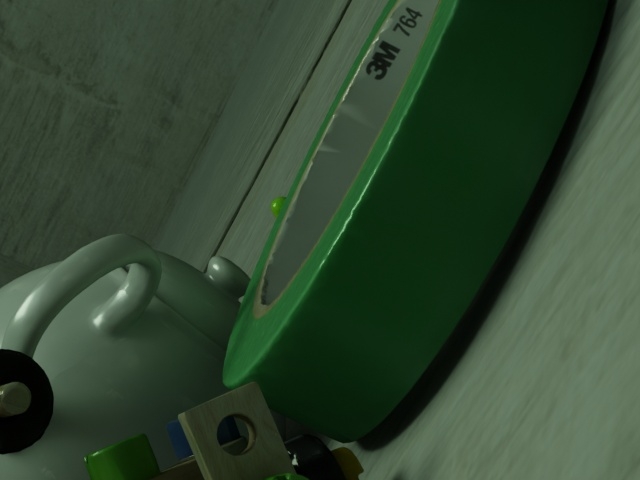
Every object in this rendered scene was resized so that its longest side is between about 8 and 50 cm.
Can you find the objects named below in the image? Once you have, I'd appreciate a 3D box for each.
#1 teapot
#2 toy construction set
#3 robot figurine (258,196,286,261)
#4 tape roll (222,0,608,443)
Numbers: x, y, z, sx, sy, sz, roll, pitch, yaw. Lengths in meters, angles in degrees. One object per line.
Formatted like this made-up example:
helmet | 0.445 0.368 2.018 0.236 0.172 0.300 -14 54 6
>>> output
teapot | -0.113 0.089 1.196 0.187 0.252 0.256 -52 21 2
toy construction set | -0.099 0.199 0.925 0.237 0.258 0.308 -18 67 63
robot figurine | 0.000 0.000 1.283 0.115 0.067 0.101 -64 28 8
tape roll | 0.049 -0.046 1.036 0.321 0.077 0.321 -60 8 15
